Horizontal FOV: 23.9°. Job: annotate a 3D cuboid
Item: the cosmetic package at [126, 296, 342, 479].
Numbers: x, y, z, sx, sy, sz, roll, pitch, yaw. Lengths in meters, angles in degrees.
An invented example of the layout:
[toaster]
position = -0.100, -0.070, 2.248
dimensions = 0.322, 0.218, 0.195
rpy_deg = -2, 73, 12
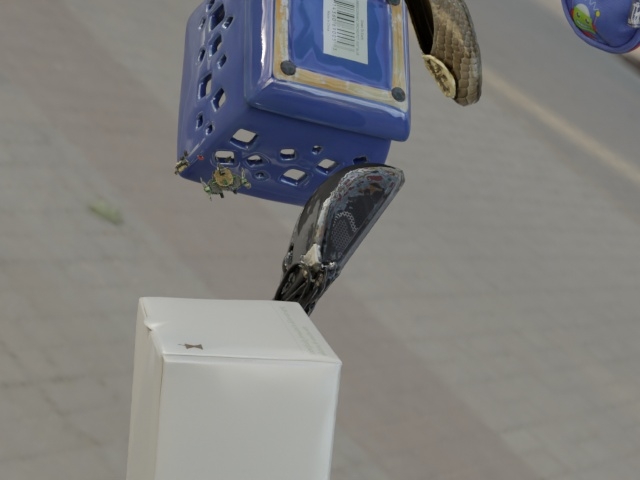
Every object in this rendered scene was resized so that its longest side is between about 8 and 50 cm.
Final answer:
[cosmetic package]
position = -0.089, 0.245, 1.294
dimensions = 0.155, 0.365, 0.197
rpy_deg = 4, 13, -12

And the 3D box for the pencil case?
[pencil case]
position = 0.380, -0.282, 1.490
dimensions = 0.306, 0.133, 0.119
rpy_deg = -24, 61, -26

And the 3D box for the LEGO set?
[LEGO set]
position = -0.111, -0.066, 1.586
dimensions = 0.083, 0.054, 0.023
rpy_deg = 35, -24, 16

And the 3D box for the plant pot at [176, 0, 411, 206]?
[plant pot]
position = -0.020, -0.191, 1.755
dimensions = 0.236, 0.212, 0.236
rpy_deg = 12, 61, -22

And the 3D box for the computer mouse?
[computer mouse]
position = 0.000, 0.000, 1.549
dimensions = 0.072, 0.188, 0.272
rpy_deg = 36, 46, 1

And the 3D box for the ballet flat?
[ballet flat]
position = 0.078, -0.231, 1.317
dimensions = 0.250, 0.058, 0.084
rpy_deg = 70, -18, -7
